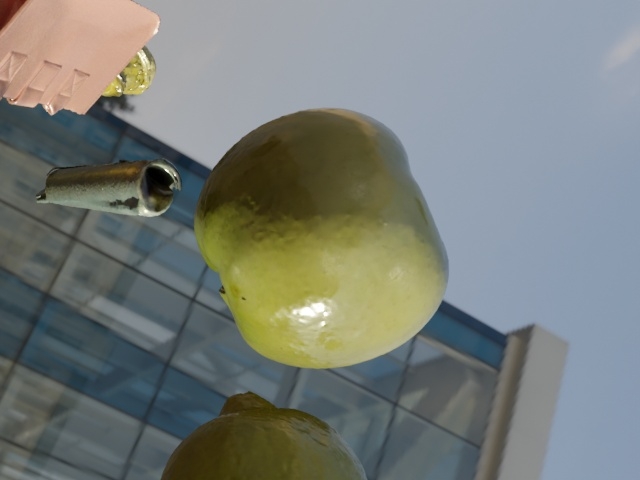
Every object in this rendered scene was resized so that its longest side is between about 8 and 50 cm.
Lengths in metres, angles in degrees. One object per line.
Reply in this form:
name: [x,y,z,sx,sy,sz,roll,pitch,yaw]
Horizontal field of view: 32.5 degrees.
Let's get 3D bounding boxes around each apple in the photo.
apple: [0.000,0.000,1.235,0.254,0.292,0.292,-27,-162,-7]

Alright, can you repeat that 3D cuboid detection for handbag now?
handbag: [-0.264,-0.200,1.086,0.157,0.059,0.212,-48,165,14]

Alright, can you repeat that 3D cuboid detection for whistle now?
whistle: [-0.264,-0.065,1.323,0.068,0.057,0.326,-33,-160,-28]

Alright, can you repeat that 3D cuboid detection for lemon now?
lemon: [-0.046,0.248,0.922,0.184,0.184,0.248,-31,-121,55]

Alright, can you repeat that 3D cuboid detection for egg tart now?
egg tart: [-0.368,-0.301,1.825,0.191,0.191,0.074,-32,-152,55]
